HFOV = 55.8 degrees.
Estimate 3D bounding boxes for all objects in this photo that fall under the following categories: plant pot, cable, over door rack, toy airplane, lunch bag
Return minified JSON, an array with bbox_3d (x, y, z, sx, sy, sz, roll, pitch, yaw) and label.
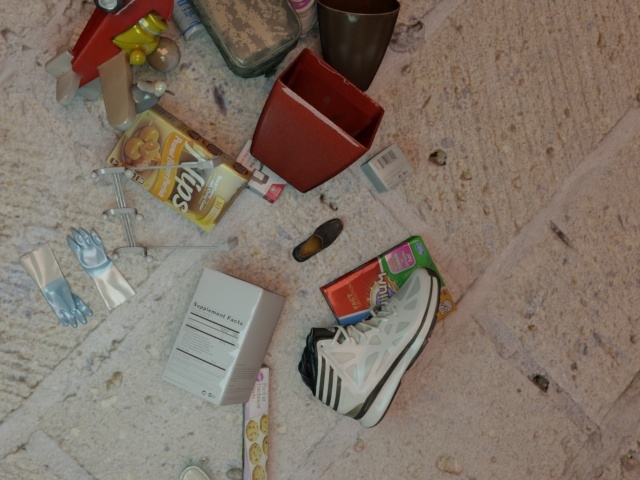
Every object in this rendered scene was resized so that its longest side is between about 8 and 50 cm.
[{"bbox_3d":[-0.027,-0.284,1.547,0.267,0.267,0.236,36,125,-9],"label":"plant pot"},{"bbox_3d":[0.024,0.356,1.663,0.150,0.047,0.184,-41,96,-10],"label":"cable"},{"bbox_3d":[-0.386,-0.073,1.481,0.324,0.108,0.239,-5,111,6],"label":"over door rack"},{"bbox_3d":[-0.476,-0.461,1.456,0.272,0.384,0.386,12,95,-40],"label":"toy airplane"},{"bbox_3d":[-0.201,-0.572,1.533,0.213,0.256,0.305,-34,97,-7],"label":"lunch bag"},{"bbox_3d":[0.090,-0.520,1.610,0.215,0.215,0.230,-5,129,-12],"label":"plant pot"}]

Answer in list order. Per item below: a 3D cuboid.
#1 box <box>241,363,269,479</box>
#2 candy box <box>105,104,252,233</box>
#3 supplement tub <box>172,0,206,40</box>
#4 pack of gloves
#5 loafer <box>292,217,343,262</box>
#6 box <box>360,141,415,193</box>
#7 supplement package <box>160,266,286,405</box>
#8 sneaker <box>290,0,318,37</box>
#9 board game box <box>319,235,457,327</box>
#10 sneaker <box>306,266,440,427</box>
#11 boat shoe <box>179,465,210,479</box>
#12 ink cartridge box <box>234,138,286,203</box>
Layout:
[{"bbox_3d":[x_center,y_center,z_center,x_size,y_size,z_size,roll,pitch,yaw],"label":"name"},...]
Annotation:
[{"bbox_3d":[-0.174,0.495,1.607,0.067,0.063,0.324,2,88,-13],"label":"box"},{"bbox_3d":[-0.356,-0.186,1.541,0.316,0.087,0.183,36,109,-8],"label":"candy box"},{"bbox_3d":[-0.352,-0.590,1.594,0.071,0.071,0.107,-32,96,-11],"label":"supplement tub"},{"bbox_3d":[-0.615,0.093,1.531,0.195,0.046,0.232,-33,96,-10],"label":"pack of gloves"},{"bbox_3d":[0.000,0.000,1.659,0.170,0.061,0.062,-42,96,-11],"label":"loafer"},{"bbox_3d":[0.187,-0.201,1.692,0.101,0.087,0.102,-37,97,-11],"label":"box"},{"bbox_3d":[-0.236,0.240,1.516,0.175,0.177,0.293,19,83,20],"label":"supplement package"},{"bbox_3d":[-0.032,-0.691,1.658,0.114,0.152,0.305,13,63,12],"label":"sneaker"},{"bbox_3d":[0.192,0.164,1.695,0.317,0.064,0.242,-29,95,-11],"label":"board game box"},{"bbox_3d":[0.120,0.236,1.558,0.257,0.169,0.447,28,86,-12],"label":"sneaker"},{"bbox_3d":[-0.297,0.694,1.568,0.095,0.079,0.254,-28,97,-14],"label":"boat shoe"},{"bbox_3d":[-0.161,-0.186,1.628,0.150,0.063,0.109,32,82,-10],"label":"ink cartridge box"}]
